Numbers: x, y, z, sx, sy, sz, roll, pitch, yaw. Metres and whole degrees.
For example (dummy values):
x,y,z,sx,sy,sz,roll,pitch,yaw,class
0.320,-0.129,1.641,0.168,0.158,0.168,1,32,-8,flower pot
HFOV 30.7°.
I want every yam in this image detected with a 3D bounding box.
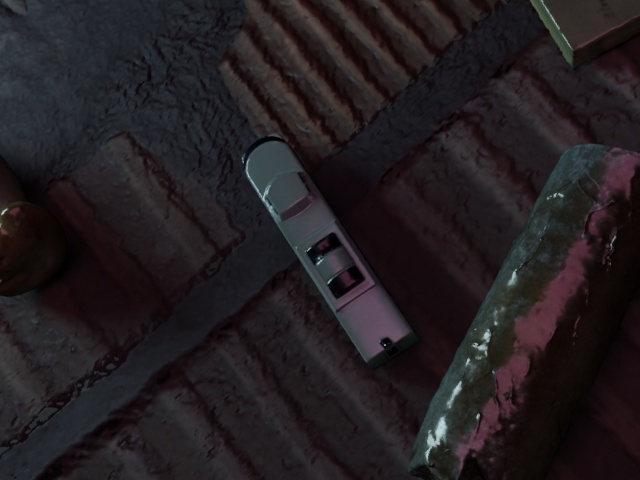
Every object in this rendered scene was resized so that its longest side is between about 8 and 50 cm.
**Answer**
x,y,z,sx,sy,sz,roll,pitch,yaw,class
0.151,0.058,0.781,0.093,0.093,0.259,25,81,23,yam

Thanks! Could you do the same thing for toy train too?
x,y,z,sx,sy,sz,roll,pitch,yaw,class
0.000,0.000,0.871,0.043,0.047,0.207,-34,67,3,toy train

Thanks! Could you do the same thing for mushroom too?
x,y,z,sx,sy,sz,roll,pitch,yaw,class
-0.298,-0.036,0.954,0.212,0.088,0.097,37,95,18,mushroom

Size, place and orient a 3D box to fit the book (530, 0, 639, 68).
x,y,z,sx,sy,sz,roll,pitch,yaw,class
0.271,-0.283,0.892,0.283,0.025,0.215,-27,65,7,book
